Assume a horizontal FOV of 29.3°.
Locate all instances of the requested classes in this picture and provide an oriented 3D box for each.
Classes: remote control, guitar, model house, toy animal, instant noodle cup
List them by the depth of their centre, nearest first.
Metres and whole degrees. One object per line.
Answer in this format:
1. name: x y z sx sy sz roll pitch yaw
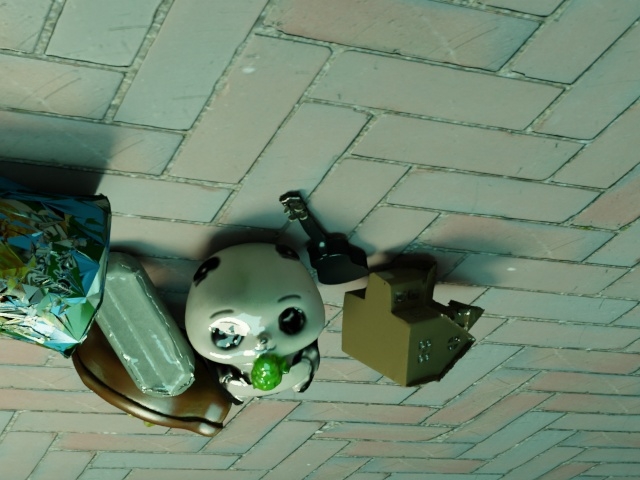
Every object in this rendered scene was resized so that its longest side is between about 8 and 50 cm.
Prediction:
1. instant noodle cup: -0.394 0.029 1.610 0.178 0.240 0.240 13 146 -25
2. guitar: 0.000 0.002 1.844 0.084 0.038 0.271 -16 152 13
3. remote control: -0.274 0.130 1.849 0.104 0.052 0.247 -30 109 -3
4. toy animal: -0.097 0.131 1.877 0.212 0.212 0.267 -7 153 -2
5. model house: 0.182 0.116 2.012 0.248 0.176 0.181 -9 -158 -39

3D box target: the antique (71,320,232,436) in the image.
1. antique: -0.269 0.212 2.008 0.278 0.129 0.223 27 -170 -5

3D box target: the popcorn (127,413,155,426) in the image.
1. popcorn: -0.297 0.265 2.184 0.126 0.126 0.145 -3 148 6
